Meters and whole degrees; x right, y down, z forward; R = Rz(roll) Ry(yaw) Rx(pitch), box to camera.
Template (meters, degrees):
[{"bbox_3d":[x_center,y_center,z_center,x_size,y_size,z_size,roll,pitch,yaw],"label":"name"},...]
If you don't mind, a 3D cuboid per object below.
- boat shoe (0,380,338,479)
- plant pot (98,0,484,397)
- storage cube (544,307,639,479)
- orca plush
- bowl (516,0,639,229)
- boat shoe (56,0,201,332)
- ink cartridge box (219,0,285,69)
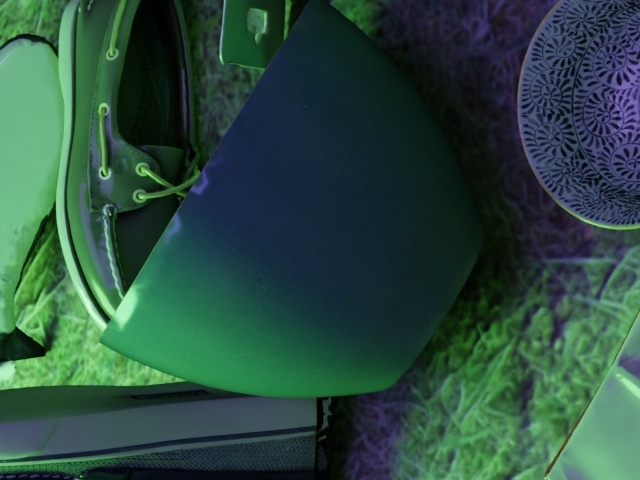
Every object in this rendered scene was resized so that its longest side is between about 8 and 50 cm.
[{"bbox_3d":[-0.148,0.192,1.499,0.127,0.340,0.158,-156,64,-72],"label":"boat shoe"},{"bbox_3d":[0.000,0.000,1.423,0.195,0.290,0.290,32,116,-3],"label":"plant pot"},{"bbox_3d":[0.285,0.119,1.197,0.215,0.193,0.184,40,115,33],"label":"storage cube"},{"bbox_3d":[-0.269,-0.038,1.777,0.151,0.102,0.287,-7,97,-3],"label":"orca plush"},{"bbox_3d":[0.222,-0.091,1.327,0.170,0.080,0.170,-1,89,42],"label":"bowl"},{"bbox_3d":[-0.150,-0.069,1.634,0.091,0.109,0.305,-16,76,45],"label":"boat shoe"},{"bbox_3d":[-0.098,-0.307,1.507,0.119,0.207,0.353,2,93,11],"label":"ink cartridge box"}]
